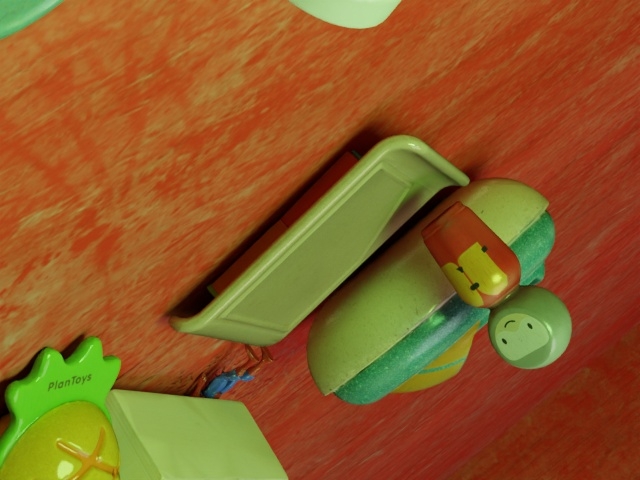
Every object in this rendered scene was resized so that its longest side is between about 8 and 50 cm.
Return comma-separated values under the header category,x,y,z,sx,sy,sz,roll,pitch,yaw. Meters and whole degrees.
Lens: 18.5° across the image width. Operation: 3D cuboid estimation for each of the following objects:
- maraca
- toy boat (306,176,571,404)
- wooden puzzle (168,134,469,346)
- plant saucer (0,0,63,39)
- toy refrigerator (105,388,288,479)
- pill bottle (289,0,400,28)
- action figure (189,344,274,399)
category,x,y,z,sx,sy,sz,roll,pitch,yaw
maraca,-0.194,0.155,1.411,0.127,0.099,0.185,-16,127,-52
toy boat,0.119,0.054,1.703,0.267,0.148,0.318,-40,-179,-11
wooden puzzle,0.000,0.000,1.571,0.239,0.044,0.221,-39,166,7
plant saucer,-0.132,-0.135,0.842,0.195,0.037,0.195,-38,164,-13
toy refrigerator,-0.130,0.193,1.621,0.102,0.094,0.269,-36,164,12
pill bottle,0.051,-0.208,0.933,0.121,0.121,0.216,-22,156,-52
action figure,-0.092,0.128,1.719,0.115,0.030,0.038,-43,161,24
